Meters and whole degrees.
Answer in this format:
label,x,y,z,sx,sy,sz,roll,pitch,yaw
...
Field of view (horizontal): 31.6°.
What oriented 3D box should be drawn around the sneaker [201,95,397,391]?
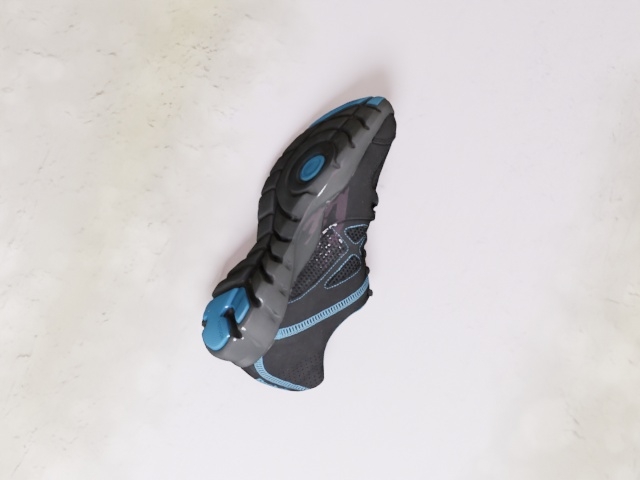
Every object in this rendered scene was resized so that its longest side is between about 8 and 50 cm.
label,x,y,z,sx,sy,sz,roll,pitch,yaw
sneaker,0.000,0.000,1.226,0.139,0.125,0.341,37,73,-30
